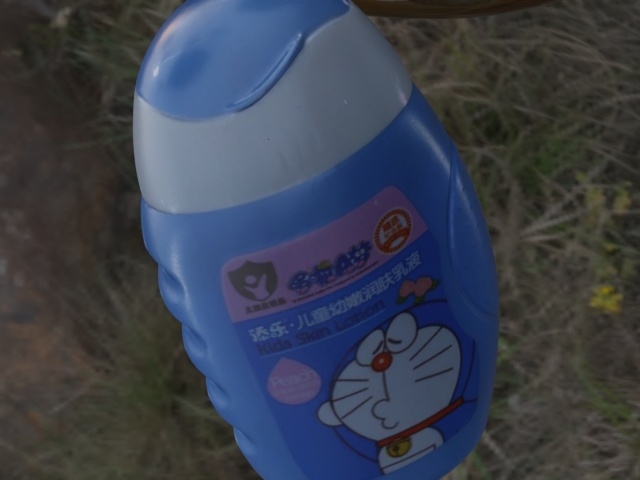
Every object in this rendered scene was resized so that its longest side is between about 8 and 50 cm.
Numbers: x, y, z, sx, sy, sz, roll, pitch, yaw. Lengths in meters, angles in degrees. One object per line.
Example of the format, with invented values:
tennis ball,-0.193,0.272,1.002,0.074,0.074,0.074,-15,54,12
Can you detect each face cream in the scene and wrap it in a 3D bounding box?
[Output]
face cream,0.000,0.000,0.689,0.149,0.264,0.083,-29,37,-10

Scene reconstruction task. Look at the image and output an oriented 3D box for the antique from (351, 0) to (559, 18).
antique,0.084,-0.203,0.769,0.278,0.223,0.129,2,128,23
